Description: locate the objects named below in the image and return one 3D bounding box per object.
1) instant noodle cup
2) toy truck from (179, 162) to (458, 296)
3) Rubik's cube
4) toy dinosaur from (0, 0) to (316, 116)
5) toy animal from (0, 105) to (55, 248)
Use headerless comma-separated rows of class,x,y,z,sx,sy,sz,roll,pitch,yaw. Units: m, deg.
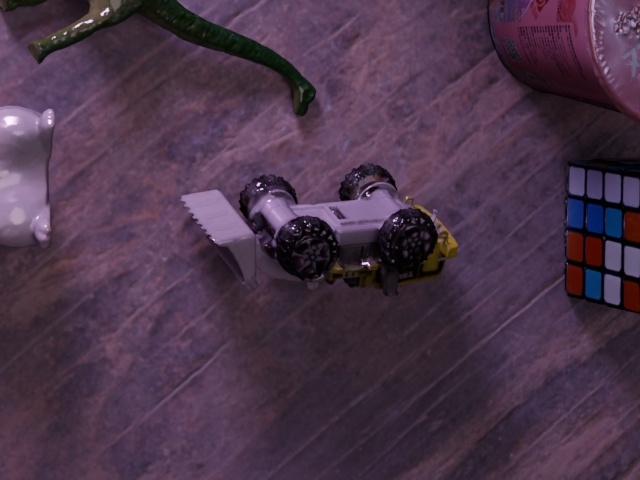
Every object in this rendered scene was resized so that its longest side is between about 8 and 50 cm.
instant noodle cup,0.317,-0.239,2.058,0.243,0.231,0.243,-4,99,-26
toy truck,0.000,0.000,1.991,0.285,0.136,0.111,-3,119,-25
Rubik's cube,0.370,-0.011,2.158,0.151,0.154,0.155,-6,100,-27
toy dinosaur,-0.169,-0.290,1.891,0.300,0.087,0.447,-21,112,-22
toy animal,-0.372,-0.050,1.790,0.282,0.138,0.141,-5,103,-25
